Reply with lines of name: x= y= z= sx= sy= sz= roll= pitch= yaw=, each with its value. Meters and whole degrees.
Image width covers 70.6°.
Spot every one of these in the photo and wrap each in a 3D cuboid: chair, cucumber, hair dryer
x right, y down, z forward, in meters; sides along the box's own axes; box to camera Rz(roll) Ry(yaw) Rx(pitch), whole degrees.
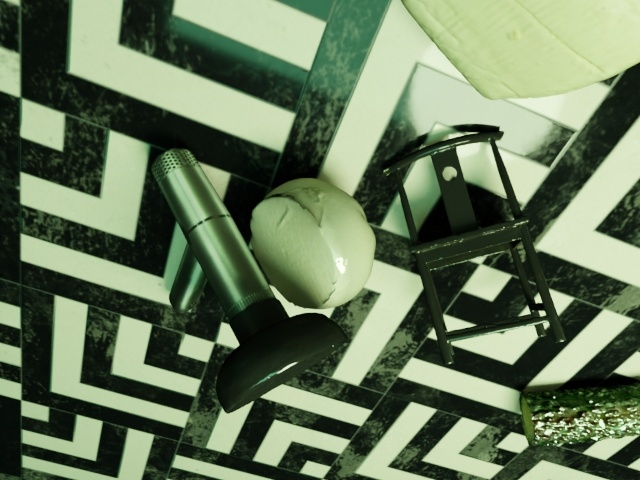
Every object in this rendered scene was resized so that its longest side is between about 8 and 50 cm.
chair: x=0.192 y=0.012 z=0.591 sx=0.154 sy=0.141 sz=0.260 roll=-16 pitch=77 yaw=13
cucumber: x=0.535 y=0.289 z=0.772 sx=0.359 sy=0.096 sz=0.096 roll=-8 pitch=123 yaw=8
hair dryer: x=-0.119 y=0.074 z=0.616 sx=0.155 sy=0.320 sz=0.284 roll=-26 pitch=154 yaw=-20

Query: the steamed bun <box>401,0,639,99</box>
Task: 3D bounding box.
steamed bun: x=0.199 y=-0.236 z=0.375 sx=0.200 sy=0.250 sz=0.155 roll=35 pitch=82 yaw=-19

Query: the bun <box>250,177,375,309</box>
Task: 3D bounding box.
bun: x=0.000 y=0.000 z=0.591 sx=0.172 sy=0.119 sz=0.173 roll=24 pitch=127 yaw=36
